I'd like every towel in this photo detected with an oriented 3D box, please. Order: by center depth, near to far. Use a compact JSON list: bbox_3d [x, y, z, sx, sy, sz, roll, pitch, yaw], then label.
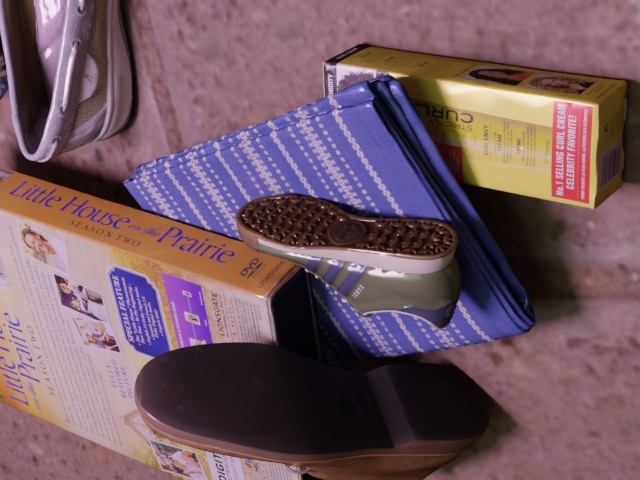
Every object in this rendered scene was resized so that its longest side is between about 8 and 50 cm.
[{"bbox_3d":[0.000,0.000,1.106,0.336,0.040,0.243,-14,117,47],"label":"towel"}]

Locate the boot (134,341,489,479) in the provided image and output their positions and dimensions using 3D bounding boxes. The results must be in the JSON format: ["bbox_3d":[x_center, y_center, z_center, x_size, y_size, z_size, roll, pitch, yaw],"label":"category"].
[{"bbox_3d":[-0.016,0.161,1.094,0.115,0.305,0.112,122,147,-41],"label":"boot"}]

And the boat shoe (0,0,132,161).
[{"bbox_3d":[-0.244,-0.230,1.166,0.118,0.103,0.320,12,118,30],"label":"boat shoe"}]

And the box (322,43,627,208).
[{"bbox_3d":[0.114,-0.090,1.007,0.232,0.058,0.087,14,120,30],"label":"box"}]

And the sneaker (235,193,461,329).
[{"bbox_3d":[0.022,0.023,1.021,0.192,0.064,0.086,10,130,31],"label":"sneaker"}]

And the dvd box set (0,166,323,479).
[{"bbox_3d":[-0.184,0.097,1.274,0.420,0.062,0.308,16,134,29],"label":"dvd box set"}]

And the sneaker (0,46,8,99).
[{"bbox_3d":[-0.324,-0.177,1.261,0.084,0.069,0.185,53,155,-2],"label":"sneaker"}]
